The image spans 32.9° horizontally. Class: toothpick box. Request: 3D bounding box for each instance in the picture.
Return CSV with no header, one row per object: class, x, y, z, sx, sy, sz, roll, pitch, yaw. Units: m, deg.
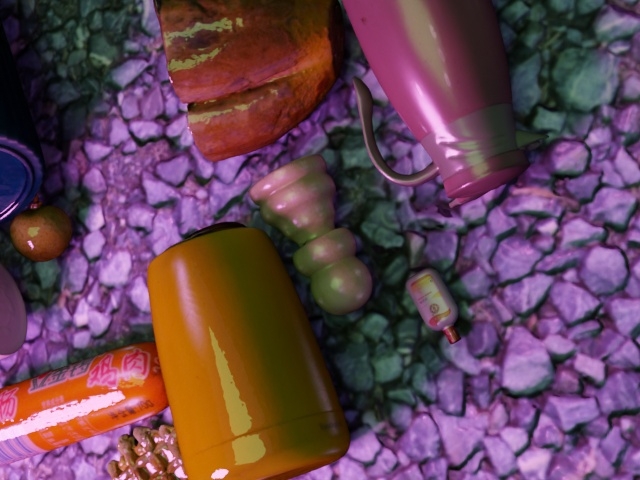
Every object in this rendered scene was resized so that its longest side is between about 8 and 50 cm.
toothpick box,-0.087,0.122,1.150,0.175,0.175,0.271,-24,74,18

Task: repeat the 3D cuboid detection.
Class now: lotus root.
lotus root,-0.063,-0.195,1.165,0.180,0.188,0.199,-5,81,11

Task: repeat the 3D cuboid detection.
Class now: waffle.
waffle,-0.170,0.297,1.240,0.183,0.036,0.169,-1,84,21

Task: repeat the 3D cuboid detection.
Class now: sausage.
sausage,-0.283,0.188,1.264,0.312,0.093,0.093,-20,79,19

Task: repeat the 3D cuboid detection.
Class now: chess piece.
chess piece,0.000,0.000,1.176,0.094,0.094,0.170,-30,84,17

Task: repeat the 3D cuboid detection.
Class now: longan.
longan,-0.340,-0.015,1.312,0.075,0.075,0.083,-7,100,21

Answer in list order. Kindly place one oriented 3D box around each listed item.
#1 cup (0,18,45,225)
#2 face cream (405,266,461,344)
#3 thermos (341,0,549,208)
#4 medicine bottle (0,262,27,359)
cup,-0.489,-0.150,1.270,0.308,0.242,0.292,-36,63,20
face cream,0.124,0.071,1.149,0.040,0.021,0.083,-33,75,17
thermos,0.114,-0.169,1.111,0.176,0.146,0.265,-21,83,15
medicine bottle,-0.515,0.120,1.321,0.293,0.170,0.170,-22,78,18
